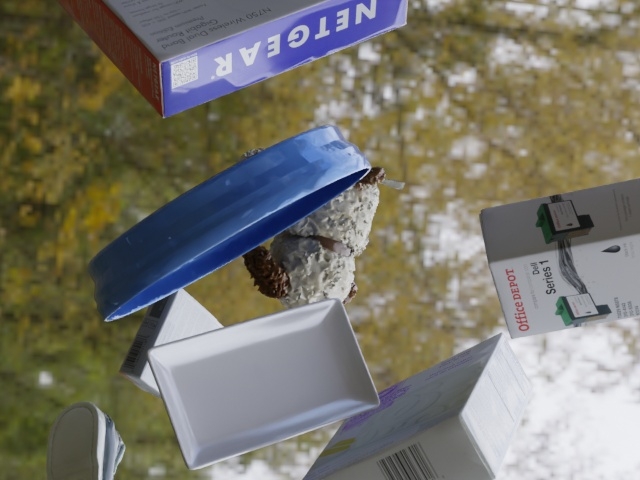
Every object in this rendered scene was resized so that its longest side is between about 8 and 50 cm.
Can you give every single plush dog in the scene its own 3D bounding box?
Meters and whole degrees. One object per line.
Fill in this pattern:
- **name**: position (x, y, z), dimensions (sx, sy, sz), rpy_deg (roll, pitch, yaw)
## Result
- **plush dog**: position (0.000, 0.000, 2.278), dimensions (0.210, 0.262, 0.225), rpy_deg (5, -101, 47)

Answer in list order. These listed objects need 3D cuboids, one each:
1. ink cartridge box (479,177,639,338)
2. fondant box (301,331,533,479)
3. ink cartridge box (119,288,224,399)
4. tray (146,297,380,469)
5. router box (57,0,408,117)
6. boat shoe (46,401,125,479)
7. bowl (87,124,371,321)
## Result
- **ink cartridge box**: position (0.313, 0.023, 1.869), dimensions (0.160, 0.219, 0.093), rpy_deg (66, 16, -46)
- **fondant box**: position (0.124, 0.249, 1.966), dimensions (0.096, 0.238, 0.330), rpy_deg (61, 20, -3)
- **ink cartridge box**: position (-0.203, 0.160, 2.234), dimensions (0.145, 0.045, 0.179), rpy_deg (-67, 151, -18)
- **tray**: position (-0.066, 0.163, 1.801), dimensions (0.030, 0.270, 0.145), rpy_deg (-38, -110, 54)
- **router box**: position (-0.115, -0.309, 1.832), dimensions (0.301, 0.335, 0.082), rpy_deg (46, -31, 36)
- **boat shoe**: position (-0.312, 0.372, 2.061), dimensions (0.099, 0.116, 0.320), rpy_deg (50, 34, -48)
- **bowl**: position (-0.121, -0.026, 1.981), dimensions (0.077, 0.391, 0.391), rpy_deg (60, -21, 3)
